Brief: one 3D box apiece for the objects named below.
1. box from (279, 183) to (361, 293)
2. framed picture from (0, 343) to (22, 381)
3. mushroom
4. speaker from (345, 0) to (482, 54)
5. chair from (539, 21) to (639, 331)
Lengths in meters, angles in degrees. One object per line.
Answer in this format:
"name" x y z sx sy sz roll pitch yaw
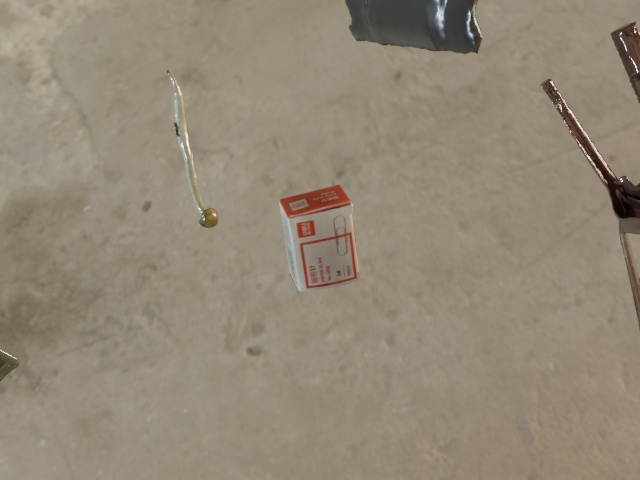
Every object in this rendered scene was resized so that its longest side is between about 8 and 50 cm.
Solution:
"box" 0.000 0.000 1.484 0.133 0.099 0.182 -12 121 -10
"framed picture" -0.469 0.162 0.721 0.289 0.016 0.213 -43 131 1
"mushroom" -0.250 -0.170 1.446 0.068 0.043 0.306 -20 85 47
"speaker" -0.014 -0.300 0.452 0.388 0.180 0.184 31 86 -38
"chair" 0.351 -0.036 0.688 0.175 0.183 0.326 -34 105 -12
